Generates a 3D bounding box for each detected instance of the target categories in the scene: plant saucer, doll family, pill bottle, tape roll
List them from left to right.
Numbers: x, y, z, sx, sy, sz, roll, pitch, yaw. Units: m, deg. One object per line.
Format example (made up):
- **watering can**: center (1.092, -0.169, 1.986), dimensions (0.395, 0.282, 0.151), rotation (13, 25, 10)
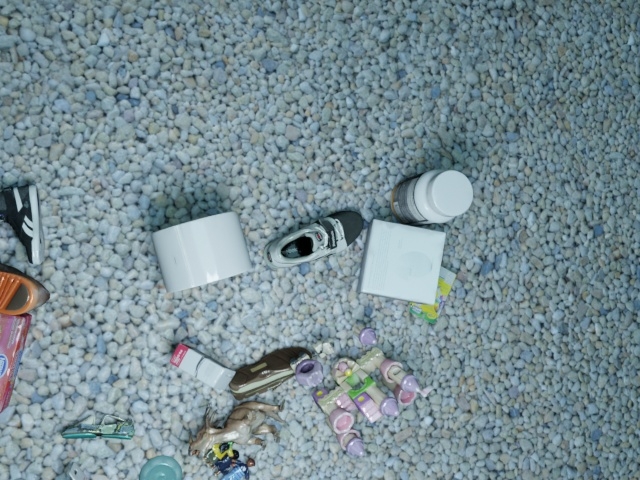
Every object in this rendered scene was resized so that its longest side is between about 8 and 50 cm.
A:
- **plant saucer**: center (-0.449, 0.668, 1.702), dimensions (0.119, 0.021, 0.119), rotation (1, 86, -16)
- **tape roll**: center (-0.323, 0.031, 1.656), dimensions (0.246, 0.246, 0.169), rotation (-16, 93, -16)
- **doll family**: center (-0.269, 0.620, 1.734), dimensions (0.111, 0.076, 0.193), rotation (-36, 102, -19)
- **pill bottle**: center (0.334, -0.129, 1.836), dimensions (0.162, 0.278, 0.162), rotation (1, 87, -17)

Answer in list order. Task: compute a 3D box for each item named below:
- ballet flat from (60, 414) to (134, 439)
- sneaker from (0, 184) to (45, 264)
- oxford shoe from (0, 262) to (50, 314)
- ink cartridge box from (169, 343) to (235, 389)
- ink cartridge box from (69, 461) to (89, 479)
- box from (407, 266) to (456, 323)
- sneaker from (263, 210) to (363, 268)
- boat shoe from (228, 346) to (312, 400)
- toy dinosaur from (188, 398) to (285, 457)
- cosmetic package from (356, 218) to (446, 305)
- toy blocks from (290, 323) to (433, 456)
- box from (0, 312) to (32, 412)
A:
- **ballet flat**: center (-0.604, 0.509, 1.652), dimensions (0.188, 0.070, 0.070), rotation (8, 85, -18)
- **sneaker**: center (-0.809, -0.037, 1.611), dimensions (0.121, 0.079, 0.217), rotation (-6, 81, -13)
- **oxford shoe**: center (-0.881, 0.101, 1.563), dimensions (0.363, 0.133, 0.130), rotation (23, 88, 5)
- **ink cartridge box**: center (-0.325, 0.351, 1.678), dimensions (0.150, 0.109, 0.063), rotation (26, 79, 17)
- **ink cartridge box**: center (-0.631, 0.689, 1.606), dimensions (0.060, 0.104, 0.180), rotation (-36, 97, -14)
- **box**: center (0.356, 0.168, 1.951), dimensions (0.105, 0.043, 0.179), rotation (29, 78, -13)
- **sneaker**: center (0.000, 0.000, 1.805), dimensions (0.330, 0.146, 0.122), rotation (-25, 93, -17)
- **boat shoe**: center (-0.145, 0.396, 1.782), dimensions (0.257, 0.095, 0.095), rotation (-16, 126, -17)
- **toy dinosaur**: center (-0.224, 0.509, 1.713), dimensions (0.295, 0.200, 0.127), rotation (-6, 94, -59)
- **cosmetic package**: center (0.242, 0.069, 1.853), dimensions (0.224, 0.138, 0.224), rotation (11, 84, -3)
- **toy blocks**: center (0.129, 0.431, 1.715), dimensions (0.288, 0.260, 0.309), rotation (-33, 118, -14)
- **box**: center (-0.842, 0.305, 1.551), dimensions (0.122, 0.128, 0.257), rotation (14, 83, -15)
